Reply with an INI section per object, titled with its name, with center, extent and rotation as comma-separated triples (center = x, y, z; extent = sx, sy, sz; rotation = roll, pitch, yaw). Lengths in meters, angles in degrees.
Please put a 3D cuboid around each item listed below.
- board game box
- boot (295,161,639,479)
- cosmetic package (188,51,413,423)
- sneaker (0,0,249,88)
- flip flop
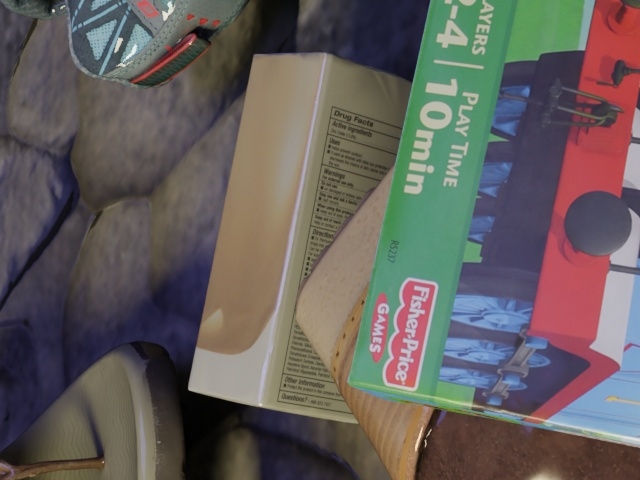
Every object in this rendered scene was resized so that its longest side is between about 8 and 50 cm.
[board game box]
center = 0.125, -0.023, 0.410
extent = 0.211, 0.039, 0.160
rotation = 10, 83, 20
[boot]
center = 0.121, -0.003, 0.474
extent = 0.207, 0.090, 0.248
rotation = 42, 107, 31
[cosmetic package]
center = 0.000, 0.000, 0.602
extent = 0.041, 0.060, 0.115
rotation = 6, 82, 49
[sneaker]
center = -0.112, -0.156, 0.740
extent = 0.125, 0.104, 0.262
rotation = -59, 43, 22
[flip flop]
center = -0.144, 0.120, 0.713
extent = 0.277, 0.080, 0.112
rotation = -27, 60, 41
